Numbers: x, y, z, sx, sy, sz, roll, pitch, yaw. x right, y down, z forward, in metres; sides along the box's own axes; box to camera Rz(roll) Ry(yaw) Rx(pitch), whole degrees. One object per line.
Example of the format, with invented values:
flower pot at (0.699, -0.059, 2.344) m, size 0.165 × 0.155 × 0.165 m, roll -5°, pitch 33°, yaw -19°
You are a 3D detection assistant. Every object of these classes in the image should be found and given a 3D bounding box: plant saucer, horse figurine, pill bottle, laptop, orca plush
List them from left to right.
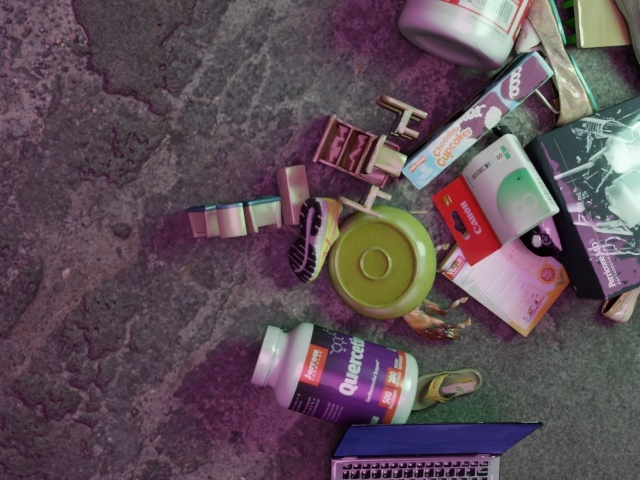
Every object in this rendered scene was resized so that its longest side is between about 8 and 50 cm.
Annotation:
pill bottle at (0.027, 0.281, 1.490) m, size 0.322 × 0.181 × 0.182 m, roll 17°, pitch 95°, yaw -3°
plant saucer at (0.118, 0.047, 1.493) m, size 0.240 × 0.037 × 0.241 m, roll 1°, pitch 92°, yaw 24°
horse figurine at (0.217, 0.111, 1.524) m, size 0.174 × 0.066 × 0.264 m, roll -13°, pitch 105°, yaw 23°
laptop at (0.220, 0.532, 1.477) m, size 0.381 × 0.236 × 0.408 m, roll 1°, pitch 95°, yaw -6°
pill bottle at (0.328, -0.559, 1.394) m, size 0.228 × 0.229 × 0.408 m, roll 23°, pitch 94°, yaw -3°
orca plush at (0.392, -0.093, 1.479) m, size 0.102 × 0.151 × 0.287 m, roll -19°, pitch 94°, yaw 1°

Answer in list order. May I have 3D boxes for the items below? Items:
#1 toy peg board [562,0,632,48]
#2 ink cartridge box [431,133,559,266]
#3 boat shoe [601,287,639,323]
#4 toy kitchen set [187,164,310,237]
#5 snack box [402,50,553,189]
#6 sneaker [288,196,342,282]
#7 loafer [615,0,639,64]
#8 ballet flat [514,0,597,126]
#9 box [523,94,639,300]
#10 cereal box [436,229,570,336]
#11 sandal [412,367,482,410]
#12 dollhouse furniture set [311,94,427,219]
toy peg board at (0.578, -0.478, 1.494) m, size 0.160 × 0.079 × 0.161 m, roll -8°, pitch 96°, yaw -16°
ink cartridge box at (0.337, -0.076, 1.447) m, size 0.224 × 0.056 × 0.181 m, roll -37°, pitch 70°, yaw 31°
boat shoe at (0.652, 0.093, 1.546) m, size 0.059 × 0.063 × 0.170 m, roll 15°, pitch 96°, yaw -9°
toy kitchen set at (-0.152, -0.082, 1.514) m, size 0.207 × 0.166 × 0.122 m, roll -12°, pitch 98°, yaw -37°
snack box at (0.296, -0.238, 1.414) m, size 0.322 × 0.187 × 0.060 m, roll -42°, pitch 95°, yaw 15°
sneaker at (0.000, 0.000, 1.503) m, size 0.081 × 0.094 × 0.209 m, roll 40°, pitch 129°, yaw 30°
loafer at (0.679, -0.427, 1.427) m, size 0.112 × 0.111 × 0.320 m, roll -37°, pitch 103°, yaw -12°
ballet flat at (0.464, -0.378, 1.481) m, size 0.106 × 0.107 × 0.316 m, roll -23°, pitch 95°, yaw 15°
box at (0.618, -0.092, 1.442) m, size 0.312 × 0.179 × 0.344 m, roll -22°, pitch 85°, yaw 2°
cereal box at (0.394, 0.066, 1.545) m, size 0.240 × 0.047 × 0.173 m, roll 38°, pitch 94°, yaw -3°
sandal at (0.267, 0.322, 1.565) m, size 0.180 × 0.049 × 0.072 m, roll -14°, pitch 96°, yaw 0°
dollhouse furniture set at (0.078, -0.175, 1.418) m, size 0.160 × 0.242 × 0.212 m, roll 23°, pitch 94°, yaw -3°
